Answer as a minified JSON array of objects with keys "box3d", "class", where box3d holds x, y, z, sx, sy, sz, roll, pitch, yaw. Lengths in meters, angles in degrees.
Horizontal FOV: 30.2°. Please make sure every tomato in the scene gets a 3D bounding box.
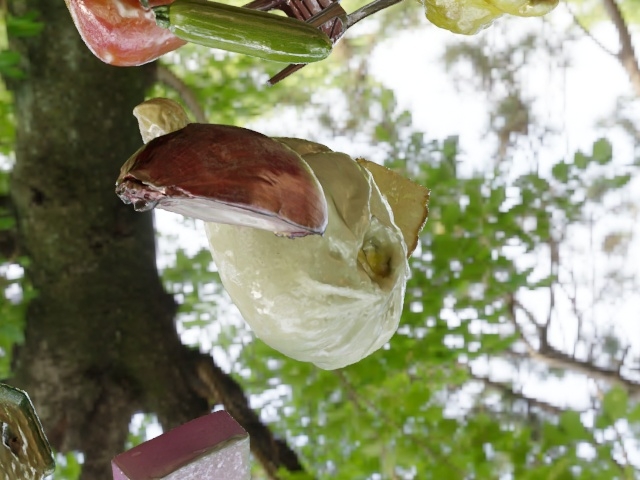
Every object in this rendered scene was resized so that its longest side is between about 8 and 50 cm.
[{"box3d":[-0.378,-0.519,2.364,0.293,0.325,0.290,-31,-172,-11],"class":"tomato"}]

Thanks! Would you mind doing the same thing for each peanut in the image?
[{"box3d":[-0.204,-0.143,1.758,0.093,0.194,0.083,29,-101,41],"class":"peanut"}]

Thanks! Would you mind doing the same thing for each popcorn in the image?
[{"box3d":[0.215,-0.351,1.450,0.203,0.226,0.200,39,-177,24],"class":"popcorn"}]

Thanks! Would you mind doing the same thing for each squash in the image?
[{"box3d":[-0.107,-0.289,1.639,0.258,0.069,0.069,13,-160,4],"class":"squash"}]

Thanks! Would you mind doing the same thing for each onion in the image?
[{"box3d":[-0.121,-0.076,1.373,0.227,0.120,0.283,6,178,35],"class":"onion"}]

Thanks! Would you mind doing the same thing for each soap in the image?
[{"box3d":[-0.185,0.374,1.624,0.181,0.259,0.081,-23,-141,-29],"class":"soap"}]

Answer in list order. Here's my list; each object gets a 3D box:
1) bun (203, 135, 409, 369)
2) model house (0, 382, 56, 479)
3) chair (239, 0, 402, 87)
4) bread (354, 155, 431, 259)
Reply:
[{"box3d":[0.000,0.000,1.725,0.219,0.365,0.365,-24,-173,29],"class":"bun"},{"box3d":[-0.633,0.363,1.790,0.382,0.335,0.343,-25,-152,10],"class":"model house"},{"box3d":[0.008,-0.463,2.277,0.326,0.176,0.183,-31,177,-28],"class":"chair"},{"box3d":[0.081,-0.010,2.619,0.207,0.279,0.279,27,166,-12],"class":"bread"}]
